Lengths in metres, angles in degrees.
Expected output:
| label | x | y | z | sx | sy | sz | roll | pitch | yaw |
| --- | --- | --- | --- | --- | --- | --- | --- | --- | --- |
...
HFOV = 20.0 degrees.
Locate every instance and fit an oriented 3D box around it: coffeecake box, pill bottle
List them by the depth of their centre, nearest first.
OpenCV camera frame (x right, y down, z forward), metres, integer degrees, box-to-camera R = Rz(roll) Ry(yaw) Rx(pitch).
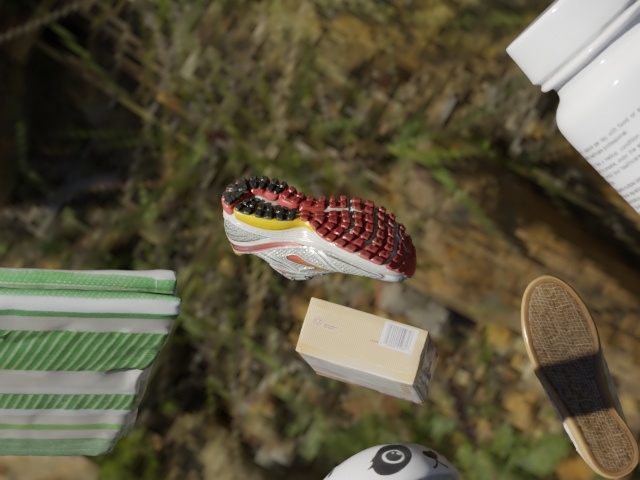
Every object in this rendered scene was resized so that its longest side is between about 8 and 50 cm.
| label | x | y | z | sx | sy | sz | roll | pitch | yaw |
| --- | --- | --- | --- | --- | --- | --- | --- | --- | --- |
| pill bottle | 0.293 | -0.097 | 1.460 | 0.283 | 0.160 | 0.160 | 46 | 159 | -2 |
| coffeecake box | 0.059 | 0.133 | 2.142 | 0.142 | 0.068 | 0.185 | 15 | 170 | 10 |

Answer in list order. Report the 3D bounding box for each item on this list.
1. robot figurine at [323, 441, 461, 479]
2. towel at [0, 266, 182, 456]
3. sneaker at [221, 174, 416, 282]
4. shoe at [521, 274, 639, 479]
| label | x | y | z | sx | sy | sz | roll | pitch | yaw |
| --- | --- | --- | --- | --- | --- | --- | --- | --- | --- |
| robot figurine | 0.101 | 0.326 | 1.732 | 0.278 | 0.174 | 0.209 | 60 | 166 | 24 |
| towel | -0.249 | 0.099 | 1.405 | 0.248 | 0.038 | 0.325 | 2 | 154 | -15 |
| sneaker | 0.000 | 0.000 | 2.004 | 0.225 | 0.088 | 0.092 | 18 | 133 | 15 |
| shoe | 0.258 | 0.140 | 1.846 | 0.058 | 0.077 | 0.219 | 138 | 111 | -86 |
